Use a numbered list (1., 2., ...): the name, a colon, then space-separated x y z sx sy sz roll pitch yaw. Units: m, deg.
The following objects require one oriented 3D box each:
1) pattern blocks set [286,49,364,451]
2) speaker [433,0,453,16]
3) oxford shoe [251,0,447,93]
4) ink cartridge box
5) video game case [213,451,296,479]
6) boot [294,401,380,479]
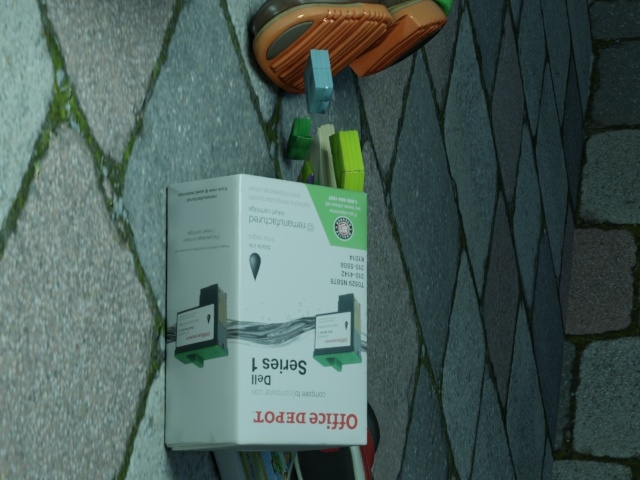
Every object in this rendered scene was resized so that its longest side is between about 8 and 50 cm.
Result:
1. pattern blocks set: 0.000 0.000 1.681 0.285 0.026 0.325 104 -18 -49
2. speaker: 0.103 -0.408 2.133 0.131 0.131 0.297 48 42 -67
3. oxford shoe: 0.005 -0.239 1.836 0.133 0.130 0.363 56 21 7
4. ink cartridge box: -0.043 0.065 1.491 0.160 0.092 0.219 6 80 -46
5. video game case: -0.060 0.141 1.651 0.206 0.026 0.227 -74 157 -50
6. boot: 0.031 0.284 1.868 0.176 0.088 0.244 -35 120 -77
